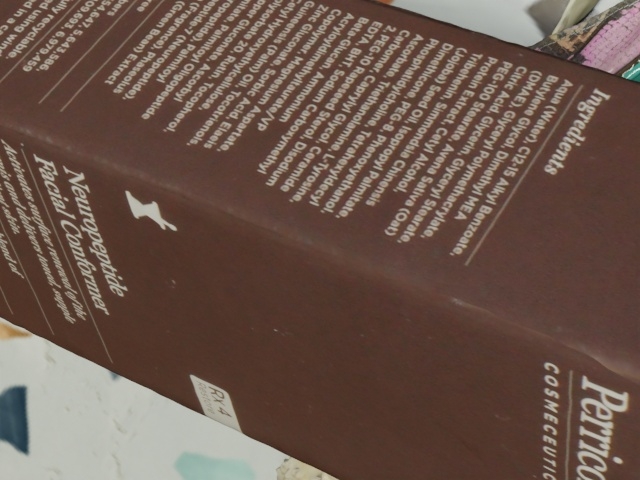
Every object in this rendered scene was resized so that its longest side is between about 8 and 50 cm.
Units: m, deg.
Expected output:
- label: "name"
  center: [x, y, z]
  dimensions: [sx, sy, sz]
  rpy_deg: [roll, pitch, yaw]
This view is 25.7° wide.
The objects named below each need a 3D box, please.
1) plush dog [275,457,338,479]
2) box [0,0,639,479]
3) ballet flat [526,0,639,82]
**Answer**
- label: "plush dog"
  center: [0.089, 0.230, 0.707]
  dimensions: [0.262, 0.210, 0.225]
  rpy_deg: [5, 124, 16]
- label: "box"
  center: [0.000, 0.000, 0.631]
  dimensions: [0.381, 0.143, 0.191]
  rpy_deg: [20, 146, 24]
- label: "ballet flat"
  center: [0.182, -0.126, 0.670]
  dimensions: [0.221, 0.077, 0.079]
  rpy_deg: [-34, 69, 20]
